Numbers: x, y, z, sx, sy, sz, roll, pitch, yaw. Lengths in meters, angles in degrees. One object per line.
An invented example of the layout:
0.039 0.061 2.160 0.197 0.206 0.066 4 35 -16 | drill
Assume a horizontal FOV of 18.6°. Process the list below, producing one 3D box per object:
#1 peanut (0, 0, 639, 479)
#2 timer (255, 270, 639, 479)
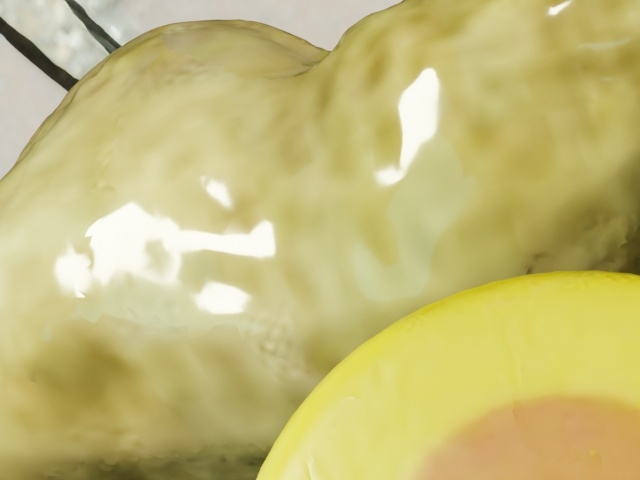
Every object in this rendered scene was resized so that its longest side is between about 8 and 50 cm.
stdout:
0.000 0.000 0.511 0.253 0.122 0.137 -18 92 25 | peanut
0.178 0.146 0.333 0.376 0.376 0.387 -24 59 27 | timer
